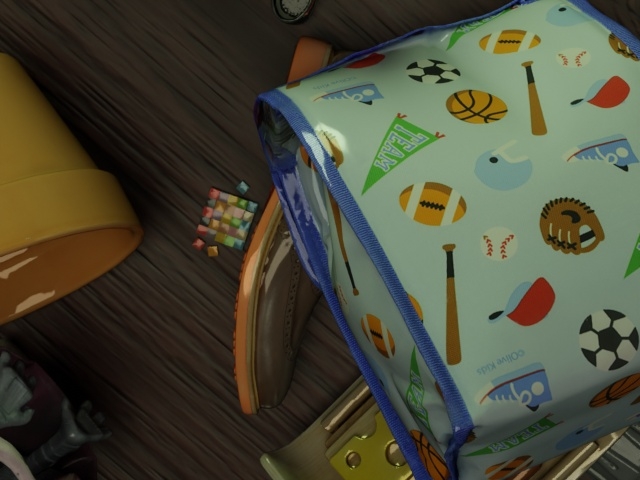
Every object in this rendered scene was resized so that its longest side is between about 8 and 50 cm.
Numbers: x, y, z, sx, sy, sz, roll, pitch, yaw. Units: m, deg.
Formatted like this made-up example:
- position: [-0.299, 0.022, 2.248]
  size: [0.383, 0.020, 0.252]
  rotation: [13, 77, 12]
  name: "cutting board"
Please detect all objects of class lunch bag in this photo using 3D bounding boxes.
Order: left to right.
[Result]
- position: [0.159, -0.017, 1.404]
  size: [0.328, 0.239, 0.385]
  rotation: [-21, 65, -16]
  name: "lunch bag"

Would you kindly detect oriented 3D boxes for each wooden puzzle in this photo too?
- position: [-0.092, -0.021, 1.614]
  size: [0.049, 0.006, 0.083]
  rotation: [20, 104, 3]
  name: "wooden puzzle"

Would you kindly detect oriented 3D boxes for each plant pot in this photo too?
- position: [-0.335, -0.040, 1.518]
  size: [0.291, 0.291, 0.203]
  rotation: [-27, 81, 12]
  name: "plant pot"

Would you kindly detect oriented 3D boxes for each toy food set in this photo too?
- position: [0.116, 0.177, 1.527]
  size: [0.306, 0.092, 0.220]
  rotation: [-45, 68, 5]
  name: "toy food set"

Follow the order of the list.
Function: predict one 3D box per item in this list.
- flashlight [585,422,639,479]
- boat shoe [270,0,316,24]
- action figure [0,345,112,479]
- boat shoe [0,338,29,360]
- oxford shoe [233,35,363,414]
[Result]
- position: [0.381, 0.261, 1.561]
  size: [0.304, 0.103, 0.103]
  rotation: [38, 105, -2]
  name: "flashlight"
- position: [-0.014, -0.265, 1.535]
  size: [0.049, 0.042, 0.133]
  rotation: [15, 102, 6]
  name: "boat shoe"
- position: [-0.374, 0.260, 1.516]
  size: [0.370, 0.276, 0.248]
  rotation: [-31, 113, 9]
  name: "action figure"
- position: [-0.295, 0.206, 1.653]
  size: [0.070, 0.078, 0.219]
  rotation: [-21, 100, 10]
  name: "boat shoe"
- position: [0.000, 0.000, 1.547]
  size: [0.132, 0.130, 0.364]
  rotation: [13, 103, -1]
  name: "oxford shoe"
